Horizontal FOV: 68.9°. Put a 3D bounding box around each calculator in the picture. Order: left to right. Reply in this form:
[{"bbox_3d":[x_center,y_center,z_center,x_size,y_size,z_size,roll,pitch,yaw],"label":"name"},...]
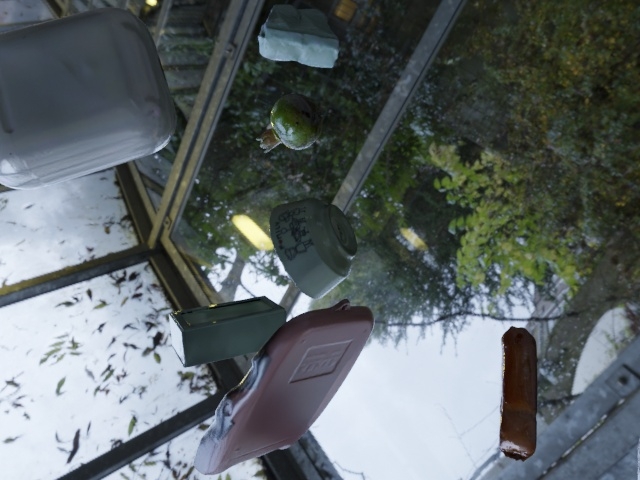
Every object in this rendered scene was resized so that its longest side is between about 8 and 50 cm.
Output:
[{"bbox_3d":[-0.042,0.210,0.658,0.220,0.330,0.048,4,-146,-46],"label":"calculator"}]

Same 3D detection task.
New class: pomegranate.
[{"bbox_3d":[-0.087,-0.326,1.334,0.159,0.204,0.159,58,-169,-19],"label":"pomegranate"}]

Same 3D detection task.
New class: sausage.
[{"bbox_3d":[0.539,0.412,1.274,0.097,0.349,0.094,1,159,23],"label":"sausage"}]

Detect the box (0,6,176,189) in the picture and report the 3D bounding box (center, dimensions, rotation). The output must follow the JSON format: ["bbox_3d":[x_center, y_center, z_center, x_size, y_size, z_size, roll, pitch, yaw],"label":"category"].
[{"bbox_3d":[-0.458,-0.262,0.859,0.141,0.348,0.289,116,136,-82],"label":"box"}]

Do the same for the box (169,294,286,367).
[{"bbox_3d":[-0.200,0.190,1.015,0.224,0.086,0.129,-7,-168,-28],"label":"box"}]

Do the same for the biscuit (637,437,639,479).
[{"bbox_3d":[0.457,0.214,0.423,0.070,0.394,0.351,29,-127,1],"label":"biscuit"}]

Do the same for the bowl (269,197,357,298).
[{"bbox_3d":[0.000,0.000,0.946,0.211,0.112,0.212,46,-151,-34],"label":"bowl"}]

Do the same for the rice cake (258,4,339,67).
[{"bbox_3d":[-0.027,-0.250,0.561,0.084,0.040,0.226,7,-149,-8],"label":"rice cake"}]
